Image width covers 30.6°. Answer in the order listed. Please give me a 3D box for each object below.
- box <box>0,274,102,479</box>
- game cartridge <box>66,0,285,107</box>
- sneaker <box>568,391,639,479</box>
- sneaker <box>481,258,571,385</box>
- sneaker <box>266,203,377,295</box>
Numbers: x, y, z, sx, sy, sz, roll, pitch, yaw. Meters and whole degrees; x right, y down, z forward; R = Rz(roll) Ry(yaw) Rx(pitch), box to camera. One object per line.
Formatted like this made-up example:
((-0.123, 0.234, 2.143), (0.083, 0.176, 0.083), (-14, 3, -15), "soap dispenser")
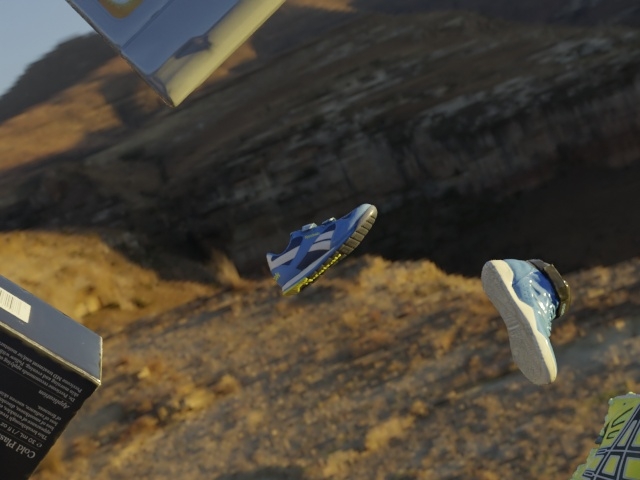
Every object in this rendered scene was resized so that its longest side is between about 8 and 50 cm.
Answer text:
((-0.517, 0.190, 1.545), (0.312, 0.343, 0.179), (-53, 18, 7), "box")
((-0.163, -0.287, 1.012), (0.198, 0.297, 0.062), (-45, -1, 2), "game cartridge")
((0.391, 0.279, 1.445), (0.384, 0.147, 0.145), (-41, -37, 13), "sneaker")
((0.234, 0.080, 1.221), (0.084, 0.152, 0.058), (-6, -42, -20), "sneaker")
((0.000, 0.000, 1.329), (0.144, 0.059, 0.053), (-39, -17, 2), "sneaker")
